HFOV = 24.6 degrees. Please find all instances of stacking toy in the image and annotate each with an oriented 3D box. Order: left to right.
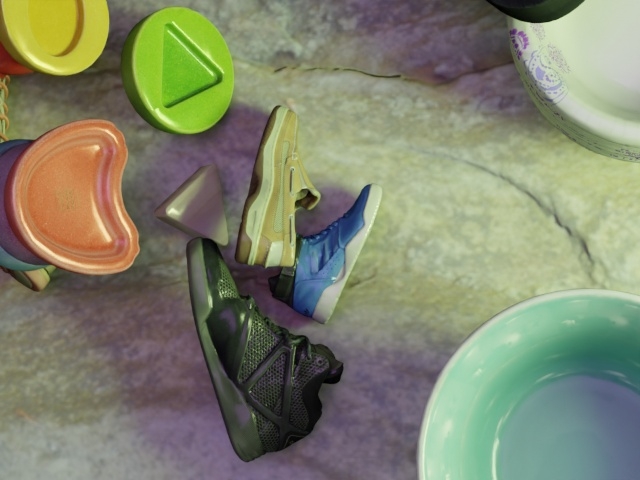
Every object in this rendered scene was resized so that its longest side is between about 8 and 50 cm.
[{"bbox_3d":[-0.234,-0.114,1.488,0.130,0.279,0.309,-6,82,47],"label":"stacking toy"}]

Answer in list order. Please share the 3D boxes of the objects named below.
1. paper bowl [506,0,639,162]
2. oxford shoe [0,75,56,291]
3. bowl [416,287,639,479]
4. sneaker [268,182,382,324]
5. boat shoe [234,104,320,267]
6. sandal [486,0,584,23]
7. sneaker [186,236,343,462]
[{"bbox_3d":[0.324,-0.215,1.431,0.284,0.148,0.284,-1,81,7],"label":"paper bowl"},{"bbox_3d":[-0.373,-0.130,1.526,0.146,0.140,0.397,-35,86,-18],"label":"oxford shoe"},{"bbox_3d":[0.250,0.209,1.366,0.311,0.163,0.312,-1,80,8],"label":"bowl"},{"bbox_3d":[0.000,0.000,1.488,0.084,0.058,0.152,25,92,3],"label":"sneaker"},{"bbox_3d":[-0.036,-0.051,1.482,0.072,0.068,0.190,11,60,-1],"label":"boat shoe"},{"bbox_3d":[0.097,-0.358,1.423,0.445,0.107,0.168,35,92,40],"label":"sandal"},{"bbox_3d":[-0.055,0.094,1.462,0.130,0.087,0.228,-19,89,0],"label":"sneaker"}]
